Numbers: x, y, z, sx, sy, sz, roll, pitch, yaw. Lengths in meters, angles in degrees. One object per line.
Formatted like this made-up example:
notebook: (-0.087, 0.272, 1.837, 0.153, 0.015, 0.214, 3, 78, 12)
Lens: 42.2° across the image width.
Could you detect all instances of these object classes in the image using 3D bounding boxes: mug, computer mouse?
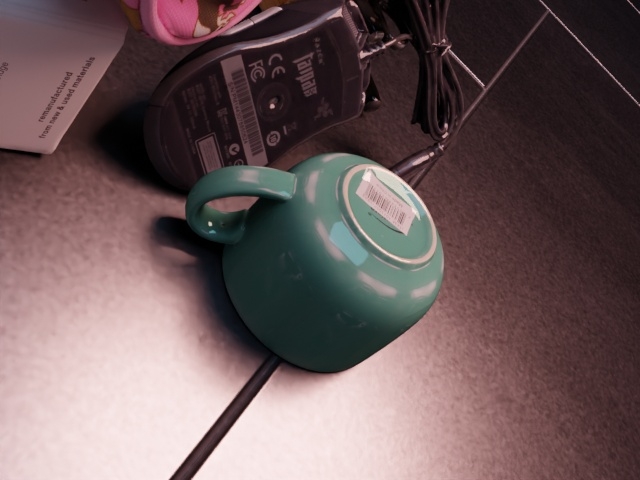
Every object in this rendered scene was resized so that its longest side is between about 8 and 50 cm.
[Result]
mug: (0.006, 0.008, 0.531, 0.158, 0.097, 0.129, 0, 59, -43)
computer mouse: (-0.005, -0.094, 0.610, 0.262, 0.184, 0.060, -34, 41, -19)

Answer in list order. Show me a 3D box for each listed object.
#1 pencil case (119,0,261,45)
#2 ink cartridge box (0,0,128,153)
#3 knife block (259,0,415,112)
pencil case: (-0.145, -0.285, 0.412, 0.160, 0.167, 0.386, -38, 86, -22)
ink cartridge box: (-0.261, -0.169, 0.418, 0.273, 0.115, 0.198, 5, 55, -41)
knife block: (-0.012, -0.235, 0.743, 0.088, 0.242, 0.276, 3, 12, -43)
